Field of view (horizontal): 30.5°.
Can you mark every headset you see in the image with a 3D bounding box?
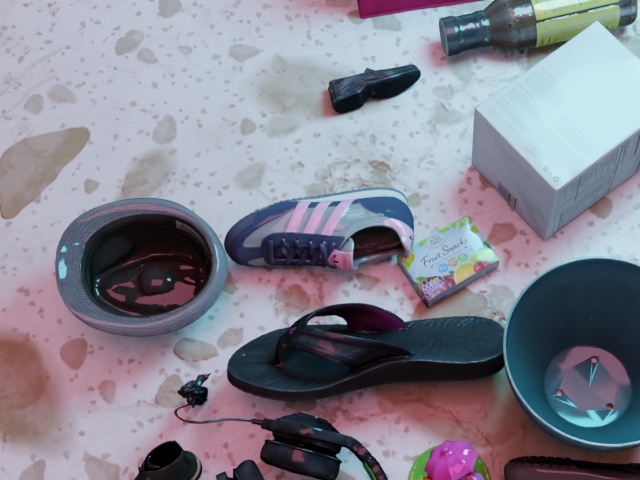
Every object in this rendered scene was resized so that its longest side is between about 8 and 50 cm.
[{"bbox_3d":[-0.070,0.360,1.805,0.394,0.185,0.243,43,79,4],"label":"headset"}]

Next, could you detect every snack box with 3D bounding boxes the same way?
[{"bbox_3d":[0.212,0.034,1.956,0.141,0.037,0.100,-30,65,-8],"label":"snack box"}]

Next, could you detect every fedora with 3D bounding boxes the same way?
[{"bbox_3d":[-0.292,0.059,1.939,0.275,0.124,0.244,-10,67,-9],"label":"fedora"}]

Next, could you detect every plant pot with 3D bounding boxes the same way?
[{"bbox_3d":[0.418,0.195,1.780,0.290,0.195,0.290,-2,65,4],"label":"plant pot"}]

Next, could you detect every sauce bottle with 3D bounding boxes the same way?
[{"bbox_3d":[0.385,-0.402,2.097,0.344,0.111,0.111,-11,65,-1],"label":"sauce bottle"}]

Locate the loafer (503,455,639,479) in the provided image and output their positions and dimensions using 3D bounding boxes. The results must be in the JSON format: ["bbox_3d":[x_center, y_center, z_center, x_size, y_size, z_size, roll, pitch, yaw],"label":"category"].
[{"bbox_3d":[0.455,0.399,1.740,0.366,0.134,0.130,3,89,17],"label":"loafer"}]

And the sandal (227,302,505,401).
[{"bbox_3d":[0.071,0.153,1.847,0.446,0.107,0.167,-6,30,-4],"label":"sandal"}]

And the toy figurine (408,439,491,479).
[{"bbox_3d":[0.211,0.363,1.743,0.130,0.159,0.173,-43,70,-14],"label":"toy figurine"}]

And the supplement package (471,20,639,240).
[{"bbox_3d":[0.416,-0.179,1.947,0.263,0.198,0.199,-36,67,-11],"label":"supplement package"}]

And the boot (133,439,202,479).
[{"bbox_3d":[-0.279,0.379,1.789,0.198,0.137,0.077,-43,70,-13],"label":"boot"}]

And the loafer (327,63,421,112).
[{"bbox_3d":[0.095,-0.287,2.099,0.170,0.062,0.061,-17,61,-4],"label":"loafer"}]

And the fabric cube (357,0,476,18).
[{"bbox_3d":[0.173,-0.592,2.121,0.259,0.258,0.254,-9,65,1],"label":"fabric cube"}]

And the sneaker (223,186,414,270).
[{"bbox_3d":[0.000,0.000,1.932,0.319,0.112,0.131,-14,43,0],"label":"sneaker"}]
